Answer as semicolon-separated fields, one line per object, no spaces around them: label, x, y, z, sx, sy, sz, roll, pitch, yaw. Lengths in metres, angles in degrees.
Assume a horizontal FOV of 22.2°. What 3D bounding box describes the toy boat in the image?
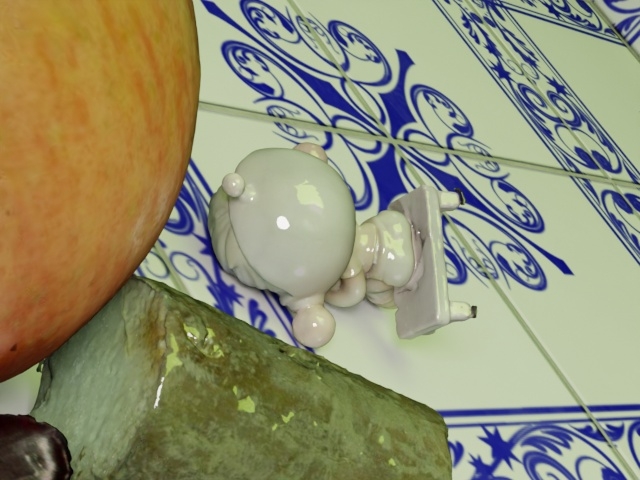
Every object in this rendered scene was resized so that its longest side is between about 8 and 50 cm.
toy boat;-0.204;0.162;0.922;0.100;0.097;0.223;38;9;3

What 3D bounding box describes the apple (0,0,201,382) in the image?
apple;-0.244;-0.107;0.963;0.364;0.364;0.364;32;27;-19

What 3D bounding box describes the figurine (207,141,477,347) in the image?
figurine;0.006;0.003;1.419;0.257;0.182;0.144;12;-4;-35

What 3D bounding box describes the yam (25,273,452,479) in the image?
yam;-0.036;0.149;1.084;0.304;0.168;0.168;26;30;-26
